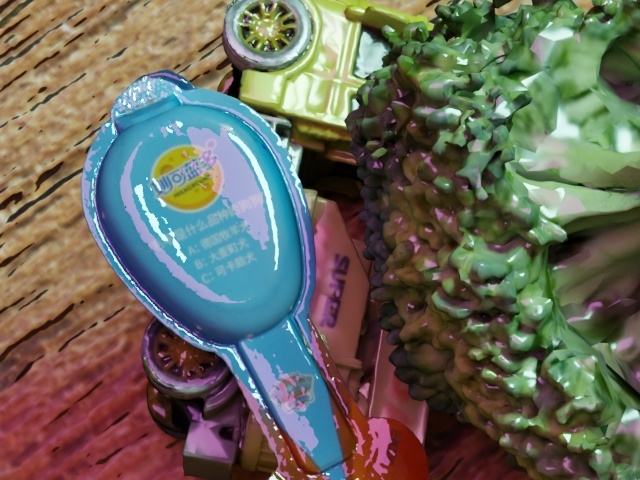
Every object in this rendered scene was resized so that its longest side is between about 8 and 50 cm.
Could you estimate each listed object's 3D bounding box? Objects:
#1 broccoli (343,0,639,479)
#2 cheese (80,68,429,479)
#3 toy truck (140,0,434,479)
[{"bbox_3d":[0.183,0.023,0.726,0.375,0.302,0.249,25,100,-9],"label":"broccoli"},{"bbox_3d":[-0.035,0.032,0.755,0.106,0.037,0.256,-25,80,-14],"label":"cheese"},{"bbox_3d":[0.000,0.000,0.851,0.157,0.124,0.272,12,71,-1],"label":"toy truck"}]
